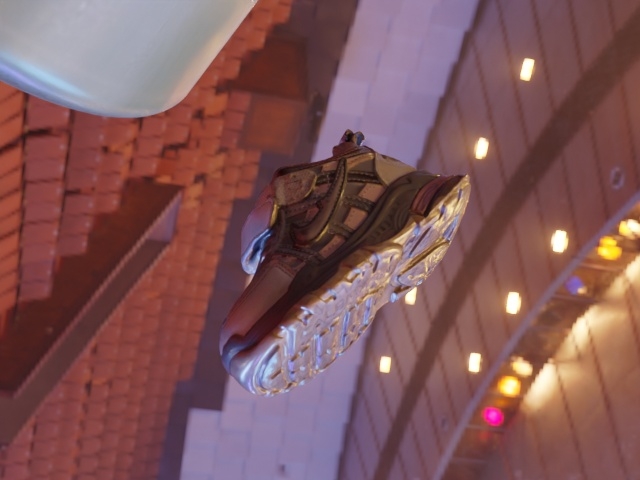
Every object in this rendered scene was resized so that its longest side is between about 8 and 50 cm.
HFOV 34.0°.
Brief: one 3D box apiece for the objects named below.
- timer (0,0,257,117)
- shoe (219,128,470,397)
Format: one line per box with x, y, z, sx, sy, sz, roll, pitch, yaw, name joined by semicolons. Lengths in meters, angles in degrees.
-0.052;-0.248;0.382;0.315;0.291;0.290;-38;-149;17;timer
0.000;0.000;0.566;0.180;0.092;0.089;-39;156;-33;shoe
